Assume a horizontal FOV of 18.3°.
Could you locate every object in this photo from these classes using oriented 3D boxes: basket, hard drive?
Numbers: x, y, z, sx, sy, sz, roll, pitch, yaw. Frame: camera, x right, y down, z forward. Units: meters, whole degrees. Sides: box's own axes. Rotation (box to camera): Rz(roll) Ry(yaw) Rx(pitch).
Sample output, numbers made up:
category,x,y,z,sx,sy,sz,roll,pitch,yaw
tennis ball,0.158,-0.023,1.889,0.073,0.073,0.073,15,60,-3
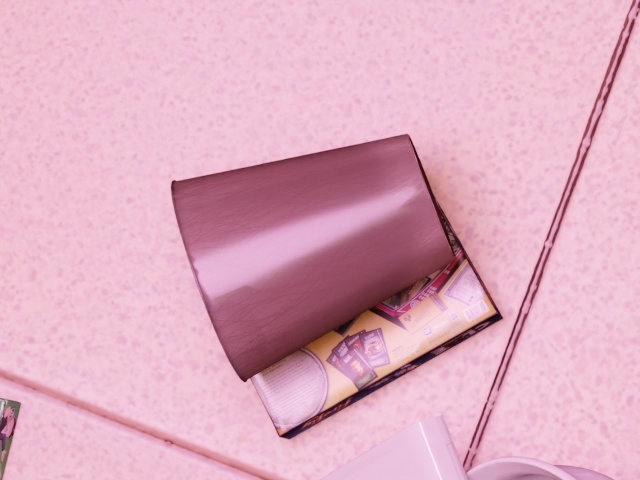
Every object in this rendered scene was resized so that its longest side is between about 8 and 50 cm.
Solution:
category,x,y,z,sx,sy,sz,roll,pitch,yaw
basket,0.000,0.000,1.858,0.227,0.154,0.204,-20,77,5
hard drive,0.101,0.336,1.808,0.040,0.203,0.307,-11,73,-35

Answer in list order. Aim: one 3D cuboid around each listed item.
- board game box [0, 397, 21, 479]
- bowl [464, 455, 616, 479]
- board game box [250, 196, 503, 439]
category,x,y,z,sx,sy,sz,roll,pitch,yaw
board game box,-0.481,0.234,2.022,0.317,0.046,0.213,12,84,14
bowl,0.239,0.325,1.764,0.298,0.134,0.298,17,111,52
board game box,0.032,0.063,1.935,0.243,0.042,0.165,-30,75,7
